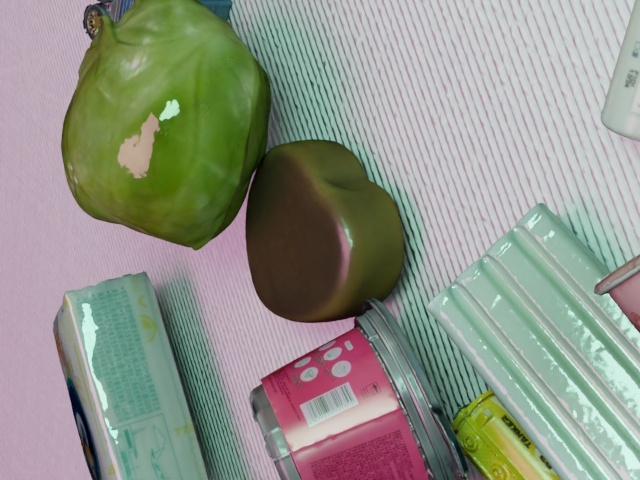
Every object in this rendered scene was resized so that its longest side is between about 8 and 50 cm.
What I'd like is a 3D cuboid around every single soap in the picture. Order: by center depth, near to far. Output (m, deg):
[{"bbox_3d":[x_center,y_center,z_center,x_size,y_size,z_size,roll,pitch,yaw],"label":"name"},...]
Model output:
[{"bbox_3d":[0.246,0.114,0.933,0.160,0.087,0.265,-44,61,12],"label":"soap"}]

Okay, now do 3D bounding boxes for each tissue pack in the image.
[{"bbox_3d":[-0.315,0.273,1.590,0.287,0.162,0.388,-36,70,66],"label":"tissue pack"}]

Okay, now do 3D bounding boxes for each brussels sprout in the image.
[{"bbox_3d":[-0.188,-0.142,1.212,0.328,0.247,0.328,-37,38,36],"label":"brussels sprout"}]

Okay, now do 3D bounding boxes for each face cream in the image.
[{"bbox_3d":[0.313,-0.217,0.822,0.082,0.082,0.269,33,122,41],"label":"face cream"}]

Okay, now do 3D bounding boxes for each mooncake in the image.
[{"bbox_3d":[0.000,0.000,1.217,0.235,0.117,0.234,19,114,50],"label":"mooncake"}]

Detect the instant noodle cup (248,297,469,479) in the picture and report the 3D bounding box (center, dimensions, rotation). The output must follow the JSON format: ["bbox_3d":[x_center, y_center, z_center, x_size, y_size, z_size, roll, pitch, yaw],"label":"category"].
[{"bbox_3d":[0.031,0.215,1.086,0.302,0.182,0.258,-168,56,-82],"label":"instant noodle cup"}]

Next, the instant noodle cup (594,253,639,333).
[{"bbox_3d":[0.370,0.066,0.716,0.231,0.243,0.243,58,137,13],"label":"instant noodle cup"}]

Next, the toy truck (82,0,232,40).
[{"bbox_3d":[-0.249,-0.280,1.428,0.175,0.146,0.367,37,125,34],"label":"toy truck"}]

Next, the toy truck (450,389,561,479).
[{"bbox_3d":[0.237,0.252,0.995,0.227,0.114,0.098,49,132,31],"label":"toy truck"}]
